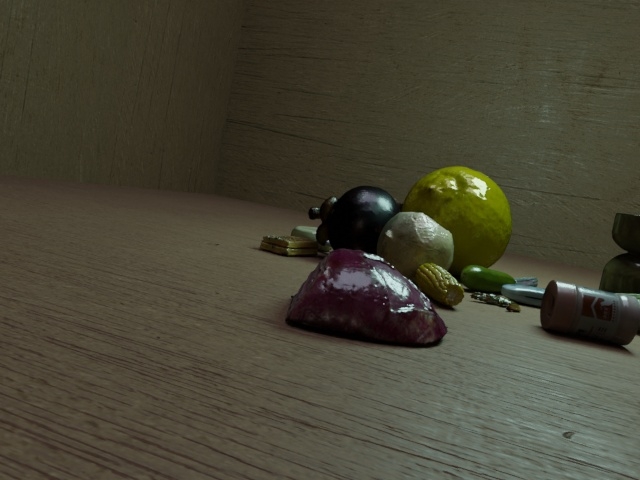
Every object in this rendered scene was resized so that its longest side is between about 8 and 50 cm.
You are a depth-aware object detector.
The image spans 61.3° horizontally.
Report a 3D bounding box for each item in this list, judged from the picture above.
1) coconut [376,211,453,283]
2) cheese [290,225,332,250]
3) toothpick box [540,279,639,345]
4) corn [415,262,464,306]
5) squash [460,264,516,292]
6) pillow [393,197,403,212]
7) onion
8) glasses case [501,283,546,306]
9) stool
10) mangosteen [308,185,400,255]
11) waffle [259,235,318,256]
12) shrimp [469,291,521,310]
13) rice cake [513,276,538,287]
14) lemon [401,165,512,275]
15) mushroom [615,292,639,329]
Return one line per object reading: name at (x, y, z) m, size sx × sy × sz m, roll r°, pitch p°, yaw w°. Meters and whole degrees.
coconut at (0.225, 0.017, 1.335) m, size 0.194 × 0.194 × 0.194 m, roll 10°, pitch 5°, yaw -1°
cheese at (0.000, 0.000, 1.674) m, size 0.137 × 0.064 × 0.227 m, roll 3°, pitch 8°, yaw -34°
toothpick box at (0.512, 0.137, 1.034) m, size 0.149 × 0.098 × 0.098 m, roll 12°, pitch 6°, yaw 7°
corn at (0.254, 0.093, 1.168) m, size 0.067 × 0.067 × 0.206 m, roll 10°, pitch 7°, yaw -7°
squash at (0.444, 0.104, 1.423) m, size 0.201 × 0.066 × 0.066 m, roll 10°, pitch 5°, yaw -34°
pillow at (0.185, -0.047, 1.786) m, size 0.084 × 0.236 × 0.223 m, roll 39°, pitch 11°, yaw 1°
onion at (0.079, 0.074, 0.839) m, size 0.247 × 0.111 × 0.250 m, roll 9°, pitch 4°, yaw 0°
glasses case at (0.538, 0.140, 1.337) m, size 0.178 × 0.045 × 0.067 m, roll 11°, pitch 6°, yaw 1°
stool at (0.802, 0.077, 1.341) m, size 0.179 × 0.264 × 0.179 m, roll 10°, pitch 6°, yaw -1°
mangosteen at (0.093, -0.049, 1.500) m, size 0.265 × 0.228 × 0.228 m, roll 15°, pitch 6°, yaw 9°
waffle at (-0.083, 0.014, 1.480) m, size 0.102 × 0.042 × 0.148 m, roll 14°, pitch 7°, yaw 35°
shrimp at (0.397, 0.138, 1.216) m, size 0.114 × 0.023 × 0.083 m, roll 14°, pitch 8°, yaw -5°
rice cake at (0.618, 0.130, 1.655) m, size 0.033 × 0.033 × 0.207 m, roll 13°, pitch 6°, yaw 40°
lemon at (0.408, -0.051, 1.625) m, size 0.348 × 0.348 × 0.348 m, roll 10°, pitch 5°, yaw -1°
mushroom at (0.759, 0.169, 1.204) m, size 0.333 × 0.107 × 0.087 m, roll 13°, pitch 51°, yaw 24°
